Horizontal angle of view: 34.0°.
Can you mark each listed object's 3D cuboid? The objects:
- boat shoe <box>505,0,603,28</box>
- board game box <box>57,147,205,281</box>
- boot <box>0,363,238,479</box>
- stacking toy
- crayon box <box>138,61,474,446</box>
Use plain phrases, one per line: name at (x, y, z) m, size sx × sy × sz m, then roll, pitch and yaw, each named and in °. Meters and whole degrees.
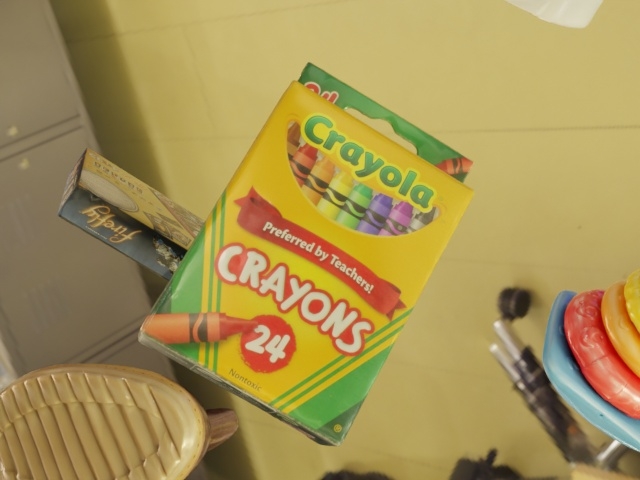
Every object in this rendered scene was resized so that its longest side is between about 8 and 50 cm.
boat shoe at (0.083, -0.250, 0.625) m, size 0.102 × 0.108 × 0.301 m, roll -55°, pitch 50°, yaw 34°
board game box at (-0.169, -0.004, 1.159) m, size 0.243 × 0.165 × 0.042 m, roll 33°, pitch 100°, yaw -17°
boot at (-0.116, 0.119, 0.649) m, size 0.248 × 0.207 × 0.090 m, roll -21°, pitch 80°, yaw 33°
stacking toy at (0.387, 0.067, 1.084) m, size 0.175 × 0.166 × 0.302 m, roll 38°, pitch 129°, yaw -6°
crayon box at (0.000, 0.000, 0.958) m, size 0.202 × 0.318 × 0.081 m, roll 30°, pitch 165°, yaw -5°
